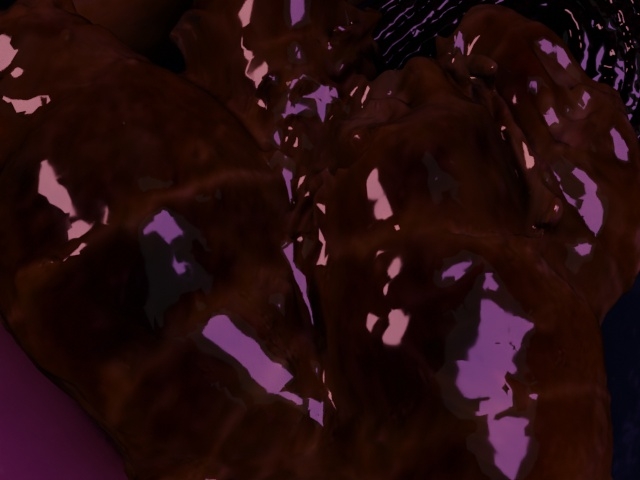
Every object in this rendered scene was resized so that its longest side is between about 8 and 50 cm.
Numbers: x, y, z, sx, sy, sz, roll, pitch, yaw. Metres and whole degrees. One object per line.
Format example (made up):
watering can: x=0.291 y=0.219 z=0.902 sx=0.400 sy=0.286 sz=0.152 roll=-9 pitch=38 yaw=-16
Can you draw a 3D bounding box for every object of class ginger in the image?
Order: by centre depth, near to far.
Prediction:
ginger: x=-0.011 y=-0.001 z=0.890 sx=0.357 sy=0.152 sz=0.274 roll=18 pitch=90 yaw=7

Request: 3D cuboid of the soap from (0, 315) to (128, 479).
soap: x=-0.184 y=0.140 z=0.942 sx=0.181 sy=0.081 sz=0.259 roll=-36 pitch=78 yaw=-20

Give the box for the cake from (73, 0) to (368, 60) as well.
cake: x=-0.073 y=-0.300 z=0.984 sx=0.332 sy=0.332 sz=0.321 roll=-14 pitch=64 yaw=-31

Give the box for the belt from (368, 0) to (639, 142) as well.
belt: x=0.079 y=-0.038 z=1.043 sx=0.289 sy=0.164 sz=0.184 roll=-43 pitch=77 yaw=-3
